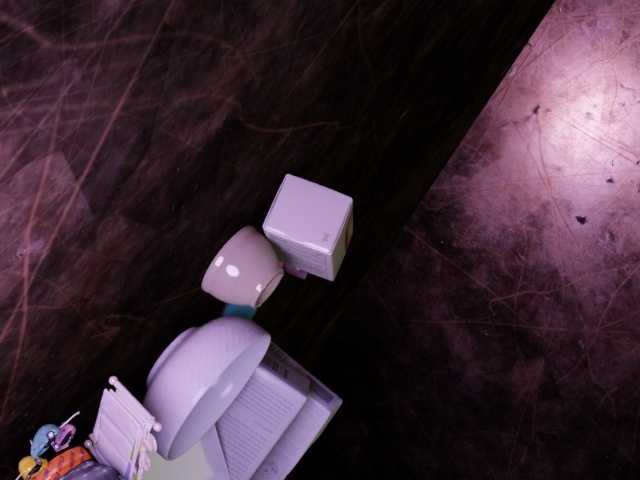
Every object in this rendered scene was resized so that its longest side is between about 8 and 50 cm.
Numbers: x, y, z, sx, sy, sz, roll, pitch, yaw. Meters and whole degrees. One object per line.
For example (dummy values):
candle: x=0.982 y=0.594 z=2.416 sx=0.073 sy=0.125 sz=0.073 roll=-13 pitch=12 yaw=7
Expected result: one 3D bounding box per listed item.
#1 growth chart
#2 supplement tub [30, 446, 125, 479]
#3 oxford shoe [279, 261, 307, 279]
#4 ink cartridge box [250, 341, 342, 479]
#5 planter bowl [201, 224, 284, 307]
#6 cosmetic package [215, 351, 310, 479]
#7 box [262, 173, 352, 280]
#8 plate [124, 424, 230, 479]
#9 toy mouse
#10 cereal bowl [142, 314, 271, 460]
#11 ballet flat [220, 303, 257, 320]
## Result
growth chart: x=-0.364 y=0.366 z=1.691 sx=0.021 sy=0.172 sz=0.237 roll=-19 pitch=145 yaw=-45
supplement tub: x=-0.387 y=0.547 z=1.626 sx=0.207 sy=0.338 sz=0.207 roll=-40 pitch=167 yaw=-11
oxford shoe: x=0.000 y=0.000 z=2.225 sx=0.271 sy=0.098 sz=0.097 roll=-45 pitch=166 yaw=-36
ink cartridge box: x=-0.158 y=0.481 z=2.504 sx=0.385 sy=0.308 sz=0.091 roll=-59 pitch=167 yaw=29
planter bowl: x=-0.142 y=0.066 z=1.818 sx=0.162 sy=0.109 sz=0.162 roll=-50 pitch=168 yaw=-15
cosmetic package: x=-0.245 y=0.488 z=2.313 sx=0.453 sy=0.230 sz=0.161 roll=-54 pitch=-177 yaw=8
box: x=-0.020 y=-0.022 z=1.890 sx=0.232 sy=0.148 sz=0.127 roll=85 pitch=27 yaw=-74
plate: x=-0.354 y=0.525 z=2.122 sx=0.277 sy=0.045 sz=0.278 roll=-30 pitch=124 yaw=-31
toy mouse: x=-0.456 y=0.336 z=1.552 sx=0.143 sy=0.031 sz=0.161 roll=-55 pitch=169 yaw=11
cereal bowl: x=-0.260 y=0.287 z=1.924 sx=0.339 sy=0.141 sz=0.339 roll=-51 pitch=168 yaw=-15
ballet flat: x=-0.198 y=0.182 z=2.080 sx=0.203 sy=0.074 sz=0.074 roll=-64 pitch=166 yaw=18
